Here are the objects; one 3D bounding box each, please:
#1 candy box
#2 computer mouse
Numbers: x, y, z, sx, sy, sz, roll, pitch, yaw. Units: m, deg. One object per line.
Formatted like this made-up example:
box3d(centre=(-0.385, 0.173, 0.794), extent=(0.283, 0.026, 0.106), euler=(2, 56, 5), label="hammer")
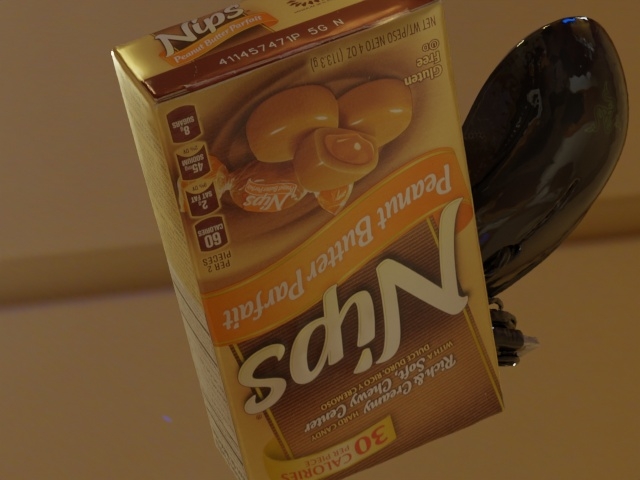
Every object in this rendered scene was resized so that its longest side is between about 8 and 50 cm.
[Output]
box3d(centre=(0.000, 0.000, 1.239), extent=(0.183, 0.087, 0.316), euler=(-21, -55, -13), label="candy box")
box3d(centre=(0.138, -0.022, 1.374), extent=(0.188, 0.072, 0.272), euler=(13, -69, -43), label="computer mouse")
